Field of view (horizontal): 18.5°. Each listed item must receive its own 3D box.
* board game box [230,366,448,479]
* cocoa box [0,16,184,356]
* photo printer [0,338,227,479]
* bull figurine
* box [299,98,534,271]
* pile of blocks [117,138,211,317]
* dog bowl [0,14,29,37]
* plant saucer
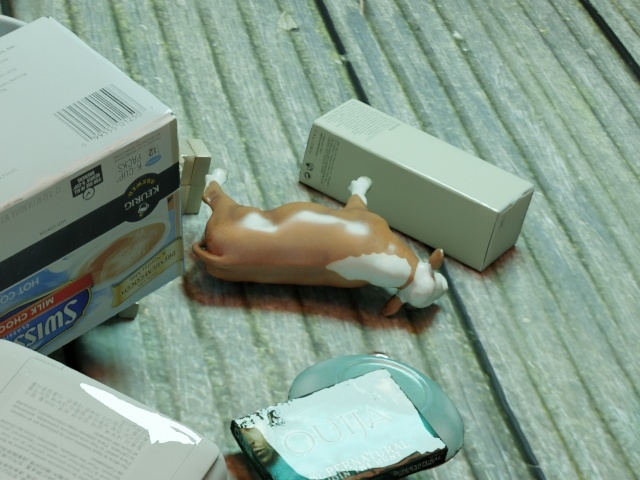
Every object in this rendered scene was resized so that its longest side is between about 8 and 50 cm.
[{"bbox_3d":[0.018,0.203,1.985,0.186,0.026,0.126,-17,49,-27],"label":"board game box"},{"bbox_3d":[-0.339,-0.023,1.972,0.347,0.228,0.231,-31,51,-30],"label":"cocoa box"},{"bbox_3d":[-0.251,0.241,1.637,0.256,0.107,0.307,25,39,8],"label":"photo printer"},{"bbox_3d":[0.000,0.000,2.289,0.310,0.101,0.188,7,27,-17],"label":"bull figurine"},{"bbox_3d":[0.119,-0.073,2.464,0.275,0.094,0.113,28,33,21],"label":"box"},{"bbox_3d":[-0.229,-0.047,2.251,0.149,0.112,0.362,18,30,5],"label":"pile of blocks"},{"bbox_3d":[-0.429,-0.179,2.390,0.265,0.104,0.265,11,30,-6],"label":"dog bowl"},{"bbox_3d":[0.064,0.170,2.094,0.195,0.037,0.195,11,30,-6],"label":"plant saucer"}]
